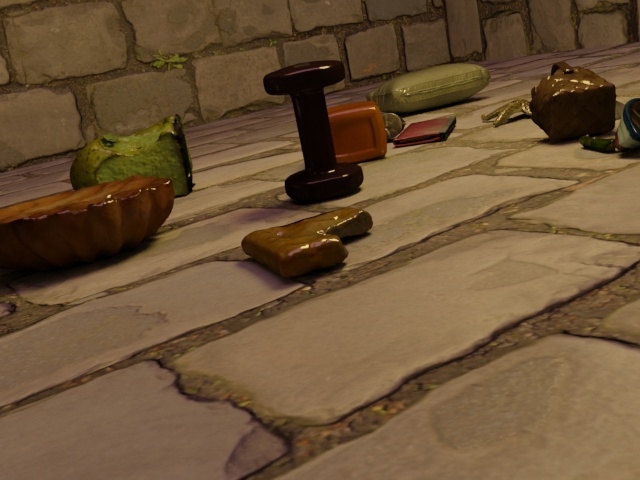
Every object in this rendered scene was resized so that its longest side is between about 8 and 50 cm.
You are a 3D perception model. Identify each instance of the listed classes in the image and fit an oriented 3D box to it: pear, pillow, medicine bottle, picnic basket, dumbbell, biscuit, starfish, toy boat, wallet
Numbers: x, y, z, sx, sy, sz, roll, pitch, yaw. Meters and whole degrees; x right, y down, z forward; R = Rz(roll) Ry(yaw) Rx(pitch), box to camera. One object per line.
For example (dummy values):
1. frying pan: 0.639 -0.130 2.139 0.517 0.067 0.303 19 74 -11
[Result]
1. pear: -0.407 -0.168 1.738 0.255 0.164 0.238 -13 16 -4
2. pillow: 0.320 -0.454 2.392 0.322 0.120 0.255 -17 13 -15
3. medicine bottle: 0.062 -0.236 1.733 0.149 0.112 0.222 -10 14 4
4. picnic basket: 0.456 -0.261 1.483 0.137 0.128 0.178 -8 31 1
5. dumbbell: -0.010 -0.186 1.348 0.140 0.225 0.124 -13 17 -2
6. biscuit: -0.389 -0.026 1.269 0.325 0.107 0.326 -9 11 2
7. starfish: 0.467 -0.298 1.828 0.223 0.050 0.217 -28 29 -36
8. toy boat: 0.508 -0.182 1.282 0.046 0.080 0.229 -44 -3 34
9. biscuit: 0.000 0.000 0.996 0.174 0.039 0.183 -13 14 -16
10. wallet: 0.242 -0.251 1.836 0.119 0.025 0.232 -6 15 18

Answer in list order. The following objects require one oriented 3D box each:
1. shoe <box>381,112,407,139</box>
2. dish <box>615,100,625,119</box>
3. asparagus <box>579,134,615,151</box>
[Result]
1. shoe: 0.132 -0.267 1.908 0.169 0.071 0.099 -5 8 31
2. dish: 0.554 -0.259 1.592 0.137 0.039 0.091 -18 16 -31
3. asparagus: 0.454 -0.160 1.309 0.025 0.021 0.108 -9 13 -8
